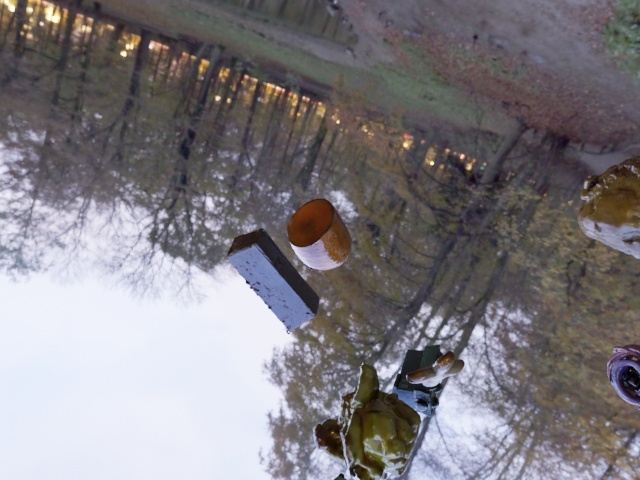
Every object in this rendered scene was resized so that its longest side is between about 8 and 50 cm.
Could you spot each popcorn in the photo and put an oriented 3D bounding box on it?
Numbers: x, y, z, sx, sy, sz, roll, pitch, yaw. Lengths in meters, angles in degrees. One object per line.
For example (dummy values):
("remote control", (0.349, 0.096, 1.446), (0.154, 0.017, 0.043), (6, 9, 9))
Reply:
("popcorn", (0.169, 0.575, 1.517), (0.290, 0.321, 0.326), (31, -173, -6))

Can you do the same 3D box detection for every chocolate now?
("chocolate", (-0.121, 0.114, 1.364), (0.321, 0.111, 0.112), (55, -157, -25))

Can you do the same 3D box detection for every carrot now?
("carrot", (0.000, 0.000, 1.665), (0.214, 0.193, 0.331), (4, 157, 25))

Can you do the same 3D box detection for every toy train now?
("toy train", (0.396, 0.545, 1.930), (0.178, 0.139, 0.330), (-1, -155, 22))

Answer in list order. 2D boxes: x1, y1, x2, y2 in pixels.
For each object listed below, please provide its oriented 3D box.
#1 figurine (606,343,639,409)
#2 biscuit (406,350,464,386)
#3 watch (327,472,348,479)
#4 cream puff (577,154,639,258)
("figurine", (0.648, 0.270, 0.973), (0.157, 0.114, 0.126), (7, -116, -46))
("biscuit", (0.374, 0.416, 1.539), (0.208, 0.164, 0.047), (36, -158, -58))
("watch", (0.085, 0.937, 1.647), (0.241, 0.253, 0.161), (39, -138, 23))
("cream puff", (0.327, -0.029, 0.457), (0.126, 0.103, 0.144), (7, -162, -40))
